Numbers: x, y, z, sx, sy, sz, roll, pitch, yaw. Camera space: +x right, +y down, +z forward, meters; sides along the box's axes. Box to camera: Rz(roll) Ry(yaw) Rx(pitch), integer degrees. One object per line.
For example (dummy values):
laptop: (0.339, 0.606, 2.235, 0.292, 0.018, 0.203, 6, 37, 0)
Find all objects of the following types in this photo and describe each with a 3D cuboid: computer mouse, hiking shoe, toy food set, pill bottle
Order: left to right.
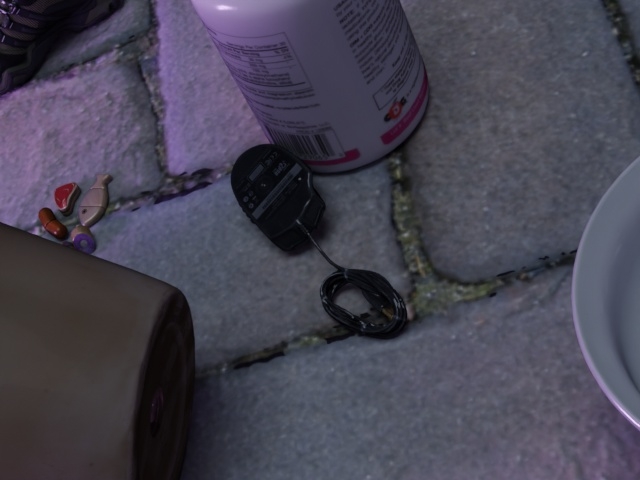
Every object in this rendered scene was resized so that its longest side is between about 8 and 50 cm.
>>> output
hiking shoe: (-0.326, -0.243, 1.420, 0.227, 0.114, 0.086, -40, 49, -9)
toy food set: (-0.245, -0.014, 1.270, 0.078, 0.019, 0.122, -7, 52, 19)
pill bottle: (-0.019, -0.203, 1.141, 0.160, 0.283, 0.160, -12, 51, 15)
computer mouse: (0.000, 0.000, 1.146, 0.071, 0.041, 0.242, -45, 55, 9)

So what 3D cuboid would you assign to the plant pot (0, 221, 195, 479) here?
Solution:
plant pot: (-0.252, 0.116, 1.012, 0.280, 0.323, 0.323, 5, 56, 8)

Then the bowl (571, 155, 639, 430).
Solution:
bowl: (0.325, 0.053, 0.893, 0.298, 0.134, 0.298, -12, 52, 15)
